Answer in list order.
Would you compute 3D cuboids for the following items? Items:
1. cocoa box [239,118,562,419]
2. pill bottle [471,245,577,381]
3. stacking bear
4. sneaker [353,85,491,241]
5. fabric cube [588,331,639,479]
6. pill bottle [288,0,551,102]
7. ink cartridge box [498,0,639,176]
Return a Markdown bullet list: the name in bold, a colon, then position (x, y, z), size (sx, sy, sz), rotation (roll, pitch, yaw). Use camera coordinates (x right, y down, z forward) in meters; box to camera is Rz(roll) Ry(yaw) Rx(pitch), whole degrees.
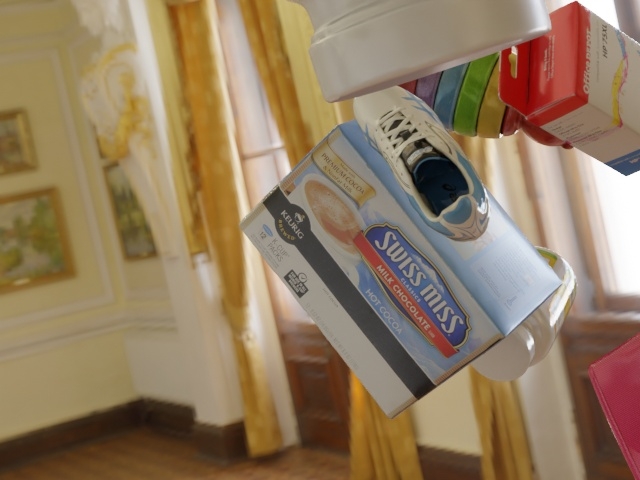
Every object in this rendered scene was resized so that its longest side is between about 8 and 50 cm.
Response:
- **cocoa box**: position (0.113, 0.017, 1.513), size (0.228, 0.347, 0.231), rotation (-43, -8, 35)
- **pill bottle**: position (0.316, 0.119, 1.764), size (0.136, 0.136, 0.245), rotation (-11, 20, 31)
- **stacking bear**: position (0.272, -0.229, 1.714), size (0.289, 0.175, 0.164), rotation (19, 31, 14)
- **sneaker**: position (0.107, -0.100, 1.215), size (0.085, 0.237, 0.086), rotation (-35, -31, 2)
- **fabric cube**: position (0.415, 0.132, 0.832), size (0.259, 0.254, 0.258), rotation (-11, -22, -29)
- **pill bottle**: position (0.027, -0.295, 0.784), size (0.210, 0.362, 0.210), rotation (-18, 5, 2)
- **ink cartridge box**: position (0.317, -0.185, 1.303), size (0.231, 0.134, 0.078), rotation (23, -30, -32)
